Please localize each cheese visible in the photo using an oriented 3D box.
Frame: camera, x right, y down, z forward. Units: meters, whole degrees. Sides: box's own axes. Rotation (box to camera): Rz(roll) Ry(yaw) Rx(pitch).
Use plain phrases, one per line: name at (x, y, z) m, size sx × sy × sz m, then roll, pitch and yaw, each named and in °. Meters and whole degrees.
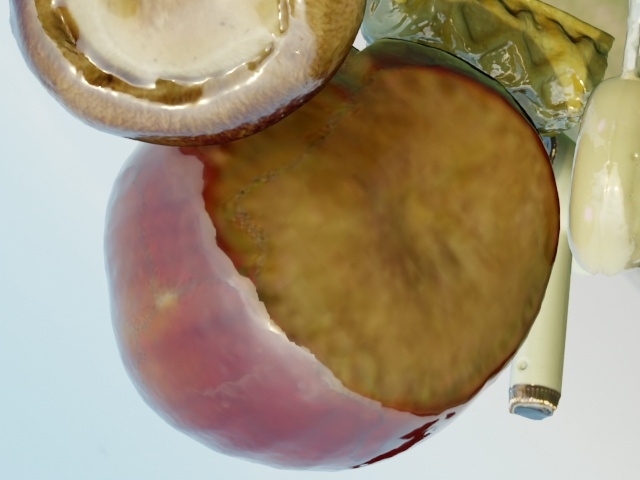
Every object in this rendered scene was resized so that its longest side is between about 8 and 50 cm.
cheese at (0.263, -0.104, 1.483) m, size 0.163 × 0.071 × 0.248 m, roll -52°, pitch -34°, yaw -57°

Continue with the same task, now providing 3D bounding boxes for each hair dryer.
hair dryer at (0.256, 0.052, 1.946) m, size 0.203 × 0.128 × 0.362 m, roll 34°, pitch -126°, yaw -42°

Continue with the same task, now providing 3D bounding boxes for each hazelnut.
hazelnut at (0.000, 0.000, 1.453) m, size 0.359 × 0.359 × 0.409 m, roll 48°, pitch -130°, yaw 1°

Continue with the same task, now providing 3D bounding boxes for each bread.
bread at (0.161, -0.200, 1.749) m, size 0.268 × 0.130 × 0.152 m, roll 21°, pitch -179°, yaw -19°

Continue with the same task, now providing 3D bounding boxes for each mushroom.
mushroom at (-0.087, -0.183, 1.143) m, size 0.253 × 0.253 × 0.153 m, roll 48°, pitch -164°, yaw 1°
